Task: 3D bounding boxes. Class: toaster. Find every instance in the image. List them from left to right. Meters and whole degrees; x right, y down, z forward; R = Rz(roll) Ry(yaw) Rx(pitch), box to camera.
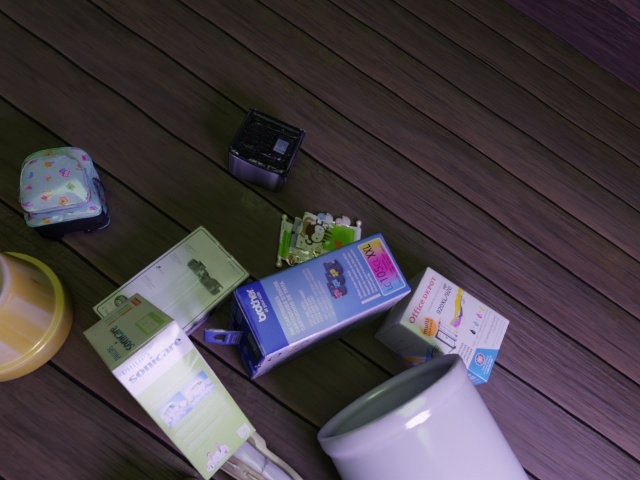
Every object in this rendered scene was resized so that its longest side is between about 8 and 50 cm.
[{"bbox_3d":[-0.147,-0.234,1.181,0.167,0.110,0.186,22,62,-4],"label":"toaster"}]

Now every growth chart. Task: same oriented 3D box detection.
[{"bbox_3d":[0.000,0.000,1.167,0.237,0.021,0.172,6,66,-15],"label":"growth chart"}]

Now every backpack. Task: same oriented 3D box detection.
[{"bbox_3d":[-0.580,-0.118,0.993,0.165,0.144,0.189,-14,68,-15],"label":"backpack"}]

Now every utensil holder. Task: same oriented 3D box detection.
[{"bbox_3d":[0.227,0.468,0.846,0.327,0.328,0.386,-25,77,-24],"label":"utensil holder"}]

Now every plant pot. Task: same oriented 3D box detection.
[{"bbox_3d":[-0.625,0.119,0.818,0.253,0.239,0.254,6,64,-12],"label":"plant pot"}]

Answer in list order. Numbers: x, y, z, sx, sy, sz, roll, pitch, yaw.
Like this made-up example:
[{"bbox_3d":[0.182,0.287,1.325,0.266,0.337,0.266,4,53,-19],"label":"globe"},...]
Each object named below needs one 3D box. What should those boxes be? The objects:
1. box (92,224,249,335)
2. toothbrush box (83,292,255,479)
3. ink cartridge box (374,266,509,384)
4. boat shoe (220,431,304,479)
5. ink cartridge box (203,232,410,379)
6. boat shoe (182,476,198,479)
[{"bbox_3d":[-0.320,0.122,0.985,0.169,0.087,0.290,43,63,6],"label":"box"},{"bbox_3d":[-0.272,0.256,0.801,0.122,0.206,0.283,-41,120,-26],"label":"toothbrush box"},{"bbox_3d":[0.285,0.214,1.065,0.232,0.168,0.171,34,62,2],"label":"ink cartridge box"},{"bbox_3d":[-0.106,0.480,0.877,0.302,0.113,0.103,37,63,15],"label":"boat shoe"},{"bbox_3d":[-0.043,0.157,0.943,0.395,0.270,0.151,-22,72,-23],"label":"ink cartridge box"},{"bbox_3d":[-0.224,0.540,0.838,0.064,0.060,0.178,-26,75,-24],"label":"boat shoe"}]
